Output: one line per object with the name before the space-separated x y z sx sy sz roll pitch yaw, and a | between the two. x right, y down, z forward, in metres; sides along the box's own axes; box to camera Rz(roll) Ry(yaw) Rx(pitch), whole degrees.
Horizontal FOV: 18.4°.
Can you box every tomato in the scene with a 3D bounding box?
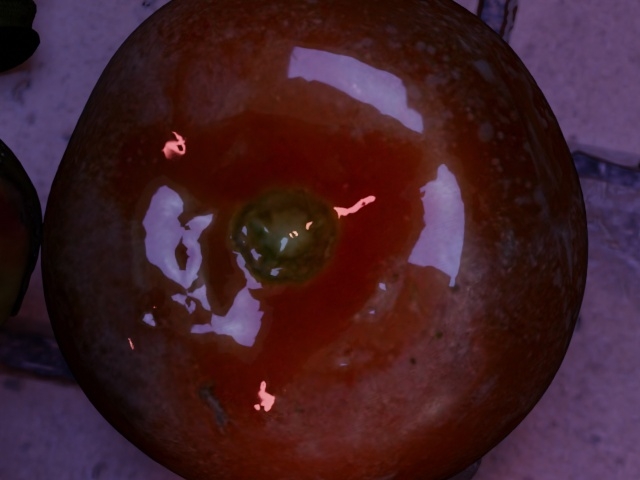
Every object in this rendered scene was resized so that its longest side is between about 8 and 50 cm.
tomato | 0.000 0.000 0.998 0.270 0.222 0.270 0 89 13

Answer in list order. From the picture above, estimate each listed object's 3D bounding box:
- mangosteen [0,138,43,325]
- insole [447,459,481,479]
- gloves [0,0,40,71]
mangosteen | -0.336 0.059 0.918 0.381 0.381 0.421 27 27 12
insole | -0.002 0.145 1.046 0.192 0.010 0.063 -23 67 -8
gloves | -0.205 -0.226 1.162 0.107 0.135 0.268 19 62 -36
